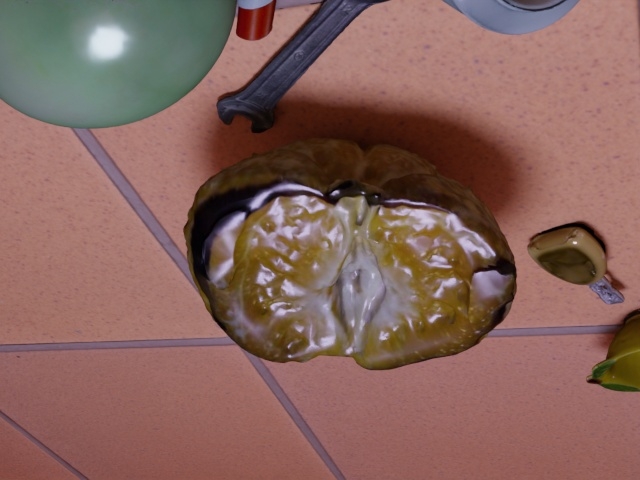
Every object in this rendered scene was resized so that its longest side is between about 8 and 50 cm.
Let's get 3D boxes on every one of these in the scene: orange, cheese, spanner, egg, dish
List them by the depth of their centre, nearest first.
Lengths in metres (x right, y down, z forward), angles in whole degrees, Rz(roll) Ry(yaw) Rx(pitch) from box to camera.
[{"bbox_3d":[-0.196,-0.209,0.821,0.220,0.220,0.270,34,145,-31],"label":"egg"},{"bbox_3d":[-0.022,-0.195,0.979,0.071,0.017,0.302,25,144,-21],"label":"spanner"},{"bbox_3d":[0.033,0.009,1.080,0.369,0.210,0.271,7,122,3],"label":"orange"},{"bbox_3d":[0.339,0.038,1.207,0.086,0.036,0.162,-20,135,38],"label":"cheese"},{"bbox_3d":[0.465,0.146,1.293,0.208,0.080,0.149,-13,143,28],"label":"dish"}]

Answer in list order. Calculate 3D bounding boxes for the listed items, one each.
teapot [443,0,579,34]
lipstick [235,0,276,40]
[{"bbox_3d":[0.139,-0.253,0.762,0.232,0.159,0.159,19,146,-31],"label":"teapot"},{"bbox_3d":[-0.046,-0.279,0.820,0.068,0.061,0.274,10,145,-4],"label":"lipstick"}]
